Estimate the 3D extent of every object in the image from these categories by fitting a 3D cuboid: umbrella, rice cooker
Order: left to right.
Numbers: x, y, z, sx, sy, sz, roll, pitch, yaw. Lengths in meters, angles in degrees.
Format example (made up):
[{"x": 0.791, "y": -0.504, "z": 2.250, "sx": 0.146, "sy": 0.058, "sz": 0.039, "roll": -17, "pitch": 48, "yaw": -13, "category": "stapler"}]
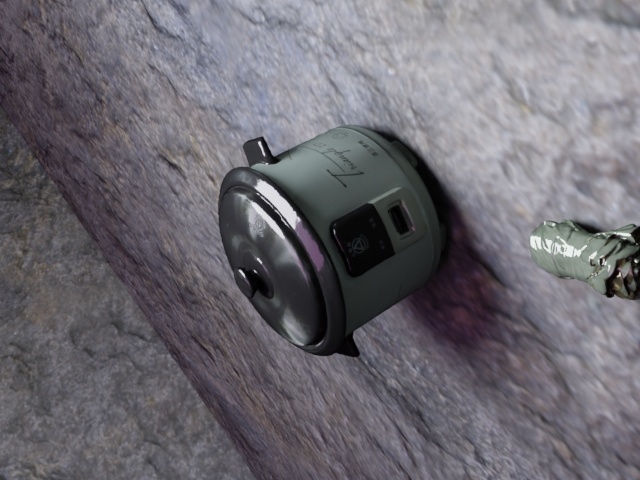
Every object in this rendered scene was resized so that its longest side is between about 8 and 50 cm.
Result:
[{"x": 0.000, "y": 0.000, "z": 0.939, "sx": 0.241, "sy": 0.227, "sz": 0.281, "roll": 2, "pitch": 117, "yaw": 60, "category": "rice cooker"}, {"x": 0.251, "y": 0.015, "z": 0.709, "sx": 0.143, "sy": 0.062, "sz": 0.067, "roll": 14, "pitch": 98, "yaw": 57, "category": "umbrella"}]
